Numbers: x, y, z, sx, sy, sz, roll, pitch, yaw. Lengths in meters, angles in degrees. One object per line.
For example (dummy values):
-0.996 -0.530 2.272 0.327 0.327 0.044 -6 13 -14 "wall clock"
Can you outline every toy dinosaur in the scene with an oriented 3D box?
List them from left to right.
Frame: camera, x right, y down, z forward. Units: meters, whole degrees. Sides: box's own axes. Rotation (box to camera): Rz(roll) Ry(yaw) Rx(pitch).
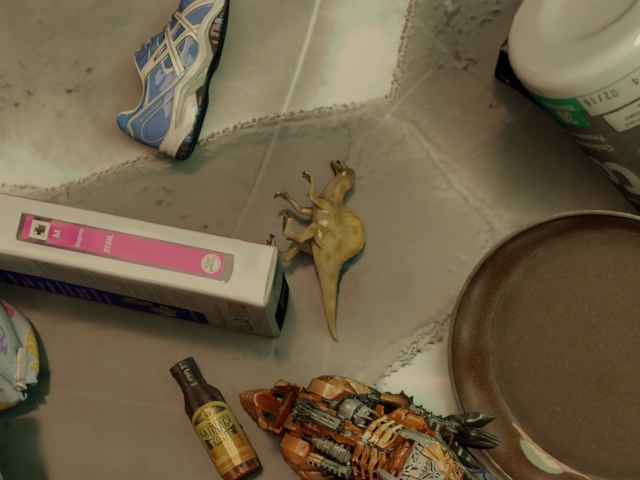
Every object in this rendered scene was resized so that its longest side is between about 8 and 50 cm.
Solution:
0.000 0.000 1.931 0.092 0.053 0.183 10 75 -21 "toy dinosaur"
0.039 0.178 1.801 0.164 0.218 0.322 -50 39 8 "toy dinosaur"
0.157 0.224 1.894 0.082 0.047 0.090 18 68 -13 "toy dinosaur"

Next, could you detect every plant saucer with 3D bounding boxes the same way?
0.270 0.115 1.840 0.310 0.050 0.310 7 109 21 "plant saucer"

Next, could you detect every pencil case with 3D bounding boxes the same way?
-0.353 0.075 1.827 0.113 0.273 0.124 -40 64 -3 "pencil case"

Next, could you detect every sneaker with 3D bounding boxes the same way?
-0.140 -0.189 1.972 0.081 0.080 0.211 15 78 2 "sneaker"

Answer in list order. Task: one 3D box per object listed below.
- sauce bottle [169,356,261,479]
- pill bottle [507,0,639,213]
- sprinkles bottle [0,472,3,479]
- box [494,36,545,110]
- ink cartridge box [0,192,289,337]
-0.104 0.173 1.912 0.042 0.042 0.128 -32 79 -5 "sauce bottle"
0.348 -0.108 1.793 0.361 0.204 0.204 43 80 -30 "pill bottle"
-0.326 0.295 1.743 0.121 0.121 0.355 -12 62 0 "sprinkles bottle"
0.279 -0.190 1.951 0.156 0.093 0.158 37 80 9 "box"
-0.218 0.018 1.881 0.371 0.176 0.069 9 78 4 "ink cartridge box"
